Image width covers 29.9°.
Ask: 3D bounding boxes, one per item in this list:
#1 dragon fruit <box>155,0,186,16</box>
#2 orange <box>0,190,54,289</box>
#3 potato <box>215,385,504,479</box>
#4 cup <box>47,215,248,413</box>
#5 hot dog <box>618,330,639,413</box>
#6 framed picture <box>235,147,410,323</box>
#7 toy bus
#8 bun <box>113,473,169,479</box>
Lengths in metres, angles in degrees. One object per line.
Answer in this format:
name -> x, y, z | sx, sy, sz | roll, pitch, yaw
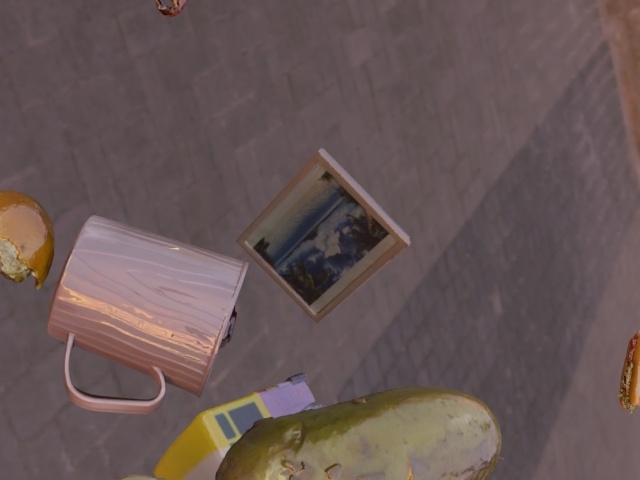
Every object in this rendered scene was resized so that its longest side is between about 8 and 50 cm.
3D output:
dragon fruit -> -0.112, -0.290, 1.154 | 0.094, 0.190, 0.094 | 34, 34, -27
orange -> -0.451, -0.011, 1.770 | 0.170, 0.112, 0.160 | 41, -9, 7
potato -> 0.036, 0.178, 0.906 | 0.251, 0.149, 0.113 | -3, 53, -27
cup -> -0.273, 0.127, 1.855 | 0.208, 0.273, 0.288 | 172, -62, -86
hot dog -> 0.307, 0.128, 1.178 | 0.037, 0.021, 0.083 | 136, -29, -66
framed picture -> 0.000, 0.000, 2.194 | 0.232, 0.315, 0.024 | 45, 43, 0
toy bus -> -0.034, 0.442, 1.703 | 0.249, 0.209, 0.440 | -14, 64, -41
bun -> -0.150, 0.302, 1.140 | 0.178, 0.128, 0.193 | 50, 8, 8
